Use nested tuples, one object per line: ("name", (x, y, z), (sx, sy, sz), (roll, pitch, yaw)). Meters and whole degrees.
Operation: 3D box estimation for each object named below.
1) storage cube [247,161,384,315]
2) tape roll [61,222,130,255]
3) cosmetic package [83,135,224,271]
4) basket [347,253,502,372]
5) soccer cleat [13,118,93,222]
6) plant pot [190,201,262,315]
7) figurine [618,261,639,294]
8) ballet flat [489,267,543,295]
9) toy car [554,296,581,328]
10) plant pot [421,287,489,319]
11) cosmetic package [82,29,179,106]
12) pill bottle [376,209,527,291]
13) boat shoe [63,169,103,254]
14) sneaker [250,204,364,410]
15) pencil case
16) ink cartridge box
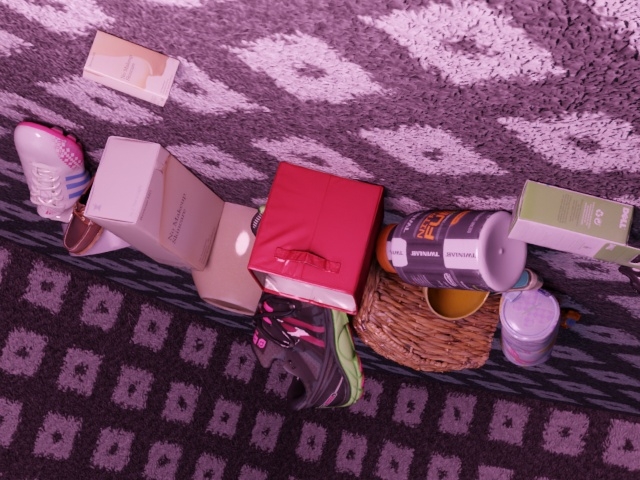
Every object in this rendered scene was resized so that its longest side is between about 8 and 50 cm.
("storage cube", (0.000, 0.000, 1.648), (0.183, 0.193, 0.215), (14, 166, 8))
("tape roll", (-0.437, -0.030, 2.073), (0.219, 0.072, 0.219), (-12, -170, 2))
("cosmetic package", (-0.306, -0.062, 1.840), (0.113, 0.160, 0.309), (11, 167, 19))
("basket", (0.196, 0.165, 2.058), (0.299, 0.213, 0.223), (21, 166, -20))
("soccer cleat", (-0.516, -0.122, 1.874), (0.116, 0.143, 0.331), (15, 167, 5))
("plant pot", (-0.167, 0.053, 2.084), (0.284, 0.191, 0.284), (15, 167, 3))
("figurine", (0.616, 0.092, 1.556), (0.215, 0.092, 0.209), (26, 172, -39))
("ballet flat", (0.356, 0.082, 1.874), (0.052, 0.057, 0.168), (14, 172, -39))
("toy car", (0.496, 0.154, 2.032), (0.060, 0.040, 0.122), (2, 162, 46))
("plant pot", (0.243, 0.071, 1.840), (0.134, 0.134, 0.095), (22, -169, -24))
("cosmetic package", (-0.252, -0.228, 1.289), (0.115, 0.060, 0.041), (18, 166, -14))
("pill bottle", (0.206, 0.016, 1.599), (0.130, 0.130, 0.245), (27, 163, -39))
("boat shoe", (-0.453, -0.068, 1.914), (0.073, 0.207, 0.073), (33, -175, 29))
("sneaker", (-0.053, 0.157, 1.945), (0.202, 0.483, 0.185), (-20, -156, -5))
("pencil case", (0.422, 0.178, 1.984), (0.124, 0.113, 0.273), (32, 169, 21))
("ink cartridge box", (0.382, -0.020, 1.387), (0.209, 0.062, 0.109), (14, 167, 7))
